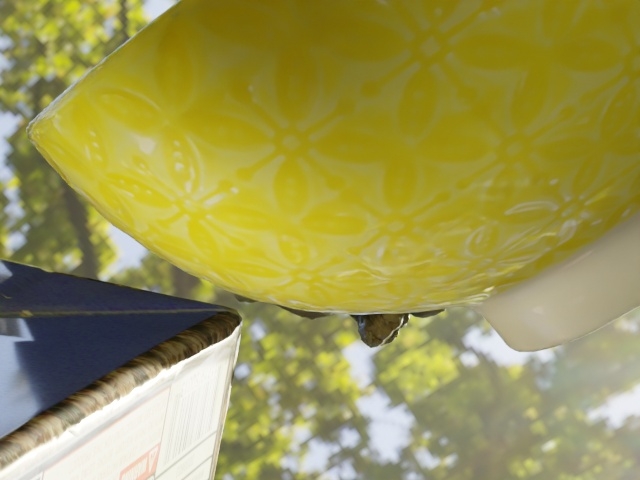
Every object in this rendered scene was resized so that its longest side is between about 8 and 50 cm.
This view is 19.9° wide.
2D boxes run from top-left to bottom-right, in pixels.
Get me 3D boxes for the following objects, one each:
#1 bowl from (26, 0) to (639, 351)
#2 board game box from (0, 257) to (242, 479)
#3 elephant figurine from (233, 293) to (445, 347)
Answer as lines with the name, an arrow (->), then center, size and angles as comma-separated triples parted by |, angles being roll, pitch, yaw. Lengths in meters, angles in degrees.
bowl -> 0.066, -0.059, 0.597 | 0.156, 0.289, 0.289 | 54, -145, -5
board game box -> -0.132, 0.155, 0.379 | 0.141, 0.291, 0.232 | 12, -172, 10
elephant figurine -> 0.000, 0.000, 1.563 | 0.239, 0.186, 0.169 | 7, -121, -52
